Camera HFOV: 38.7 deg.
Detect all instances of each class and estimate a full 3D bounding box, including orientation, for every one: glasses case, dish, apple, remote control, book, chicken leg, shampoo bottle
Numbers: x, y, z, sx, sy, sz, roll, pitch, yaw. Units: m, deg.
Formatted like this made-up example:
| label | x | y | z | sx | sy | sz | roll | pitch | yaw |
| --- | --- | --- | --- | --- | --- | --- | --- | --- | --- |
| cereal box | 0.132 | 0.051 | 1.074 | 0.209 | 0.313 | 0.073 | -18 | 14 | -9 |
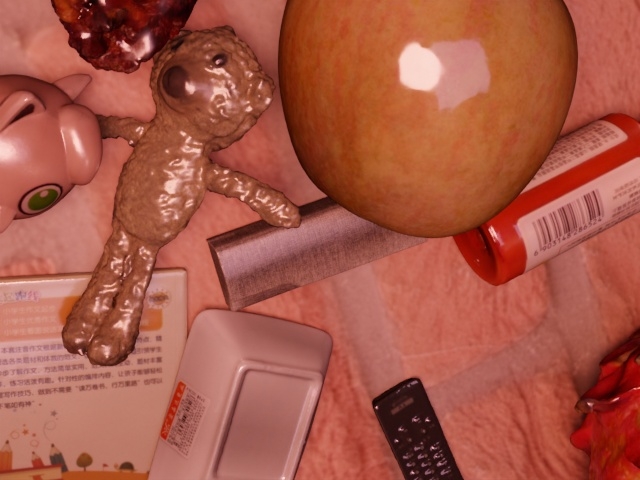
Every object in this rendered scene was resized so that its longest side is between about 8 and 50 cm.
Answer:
| label | x | y | z | sx | sy | sz | roll | pitch | yaw |
| --- | --- | --- | --- | --- | --- | --- | --- | --- | --- |
| glasses case | 0.000 | 0.000 | 0.872 | 0.205 | 0.047 | 0.071 | -20 | 109 | -14 |
| dish | -0.070 | 0.192 | 0.872 | 0.154 | 0.064 | 0.234 | 13 | 97 | -29 |
| apple | 0.079 | -0.129 | 0.760 | 0.257 | 0.257 | 0.234 | 17 | 103 | -22 |
| remote control | 0.123 | 0.259 | 0.985 | 0.063 | 0.025 | 0.245 | -27 | 109 | -12 |
| book | -0.226 | 0.174 | 0.849 | 0.208 | 0.020 | 0.295 | -2 | 103 | -18 |
| chicken leg | -0.147 | -0.332 | 0.714 | 0.158 | 0.096 | 0.407 | 0 | 91 | -45 |
| shampoo bottle | 0.270 | -0.060 | 0.918 | 0.278 | 0.104 | 0.104 | -26 | 109 | -11 |

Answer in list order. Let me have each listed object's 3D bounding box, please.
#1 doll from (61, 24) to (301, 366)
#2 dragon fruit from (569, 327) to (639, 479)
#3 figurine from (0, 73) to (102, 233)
| label | x | y | z | sx | sy | sz | roll | pitch | yaw |
| --- | --- | --- | --- | --- | --- | --- | --- | --- | --- |
| doll | -0.145 | -0.045 | 0.778 | 0.286 | 0.091 | 0.202 | -41 | 69 | 16 |
| dragon fruit | 0.435 | 0.175 | 0.924 | 0.371 | 0.386 | 0.249 | -2 | 66 | -42 |
| figurine | -0.241 | -0.073 | 0.731 | 0.125 | 0.125 | 0.138 | 36 | 108 | -22 |
